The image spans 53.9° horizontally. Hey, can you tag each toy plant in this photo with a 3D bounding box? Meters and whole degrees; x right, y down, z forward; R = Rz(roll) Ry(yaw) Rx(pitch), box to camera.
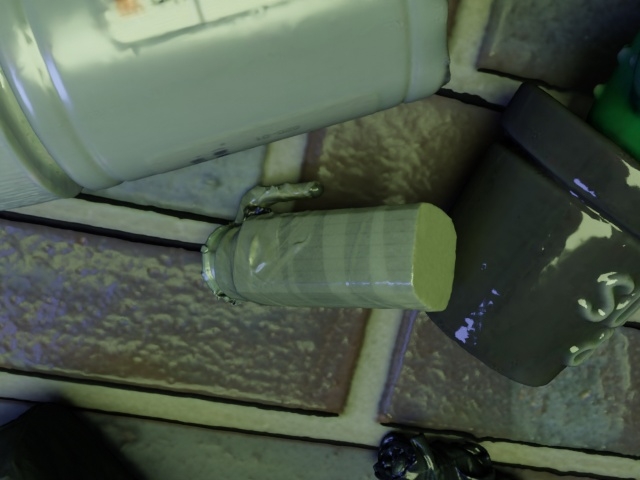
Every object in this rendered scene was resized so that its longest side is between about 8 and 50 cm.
[{"bbox_3d":[0.250,-0.075,0.488,0.280,0.185,0.400,25,111,-27],"label":"toy plant"}]

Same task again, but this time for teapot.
[{"bbox_3d":[0.000,0.000,0.498,0.200,0.077,0.107,-3,75,34],"label":"teapot"}]

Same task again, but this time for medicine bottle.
[{"bbox_3d":[-0.101,-0.145,0.422,0.332,0.190,0.189,-16,109,-2],"label":"medicine bottle"}]

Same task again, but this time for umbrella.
[{"bbox_3d":[0.164,0.254,0.651,0.224,0.080,0.071,31,67,-18],"label":"umbrella"}]

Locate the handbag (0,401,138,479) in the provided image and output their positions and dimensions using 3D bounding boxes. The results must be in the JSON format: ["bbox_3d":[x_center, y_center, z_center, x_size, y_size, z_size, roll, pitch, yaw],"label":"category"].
[{"bbox_3d":[-0.243,0.285,0.553,0.181,0.181,0.254,-37,107,-2],"label":"handbag"}]
